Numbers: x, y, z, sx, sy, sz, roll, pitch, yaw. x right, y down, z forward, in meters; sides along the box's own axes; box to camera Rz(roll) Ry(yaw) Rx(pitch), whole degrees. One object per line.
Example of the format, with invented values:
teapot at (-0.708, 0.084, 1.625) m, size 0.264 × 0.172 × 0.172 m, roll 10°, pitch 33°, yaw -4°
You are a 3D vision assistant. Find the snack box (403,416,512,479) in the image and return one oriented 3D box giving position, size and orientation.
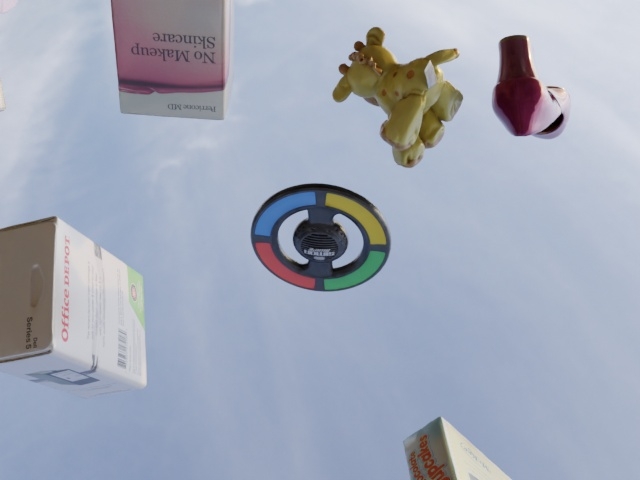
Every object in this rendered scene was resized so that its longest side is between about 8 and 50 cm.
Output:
snack box at (0.220, 0.348, 0.819) m, size 0.060 × 0.322 × 0.187 m, roll -40°, pitch -157°, yaw 16°

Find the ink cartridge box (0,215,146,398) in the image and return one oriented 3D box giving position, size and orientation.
ink cartridge box at (-0.371, 0.110, 1.152) m, size 0.115 × 0.273 × 0.198 m, roll -11°, pitch -113°, yaw 11°

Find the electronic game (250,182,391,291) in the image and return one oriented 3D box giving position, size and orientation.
electronic game at (0.000, 0.000, 1.255) m, size 0.229 × 0.229 × 0.048 m, roll -7°, pitch -139°, yaw 13°

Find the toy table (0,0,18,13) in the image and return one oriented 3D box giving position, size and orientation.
toy table at (-0.722, -0.620, 1.611) m, size 0.161 × 0.252 × 0.274 m, roll 9°, pitch -94°, yaw 15°

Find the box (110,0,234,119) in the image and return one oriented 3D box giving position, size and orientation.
box at (-0.194, -0.294, 1.036) m, size 0.149 × 0.232 × 0.126 m, roll 3°, pitch -143°, yaw -3°

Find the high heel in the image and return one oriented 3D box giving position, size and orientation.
high heel at (0.386, -0.211, 1.420) m, size 0.127 × 0.377 × 0.181 m, roll -8°, pitch -108°, yaw 29°

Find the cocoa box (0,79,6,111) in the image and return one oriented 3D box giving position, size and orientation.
cocoa box at (-0.719, -0.297, 1.206) m, size 0.232 × 0.227 × 0.347 m, roll -3°, pitch -171°, yaw 26°

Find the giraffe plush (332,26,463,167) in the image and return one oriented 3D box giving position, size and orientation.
giraffe plush at (0.115, -0.247, 1.264) m, size 0.171 × 0.210 × 0.181 m, roll 31°, pitch -116°, yaw 27°
